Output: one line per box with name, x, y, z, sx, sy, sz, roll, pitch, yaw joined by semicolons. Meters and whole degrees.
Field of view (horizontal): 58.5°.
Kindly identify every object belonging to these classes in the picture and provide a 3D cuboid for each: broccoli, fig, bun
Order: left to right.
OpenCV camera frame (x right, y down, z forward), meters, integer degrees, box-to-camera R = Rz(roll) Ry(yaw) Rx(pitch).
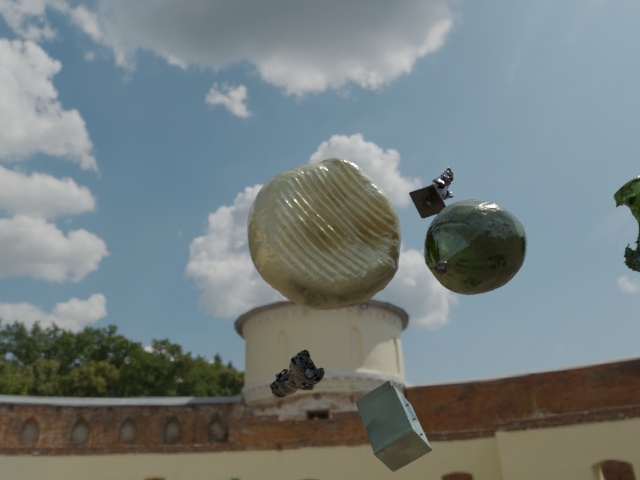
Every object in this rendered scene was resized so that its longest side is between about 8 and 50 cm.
bun;0.000;0.000;1.307;0.365;0.365;0.219;4;-26;-14
fig;0.285;0.011;1.126;0.203;0.203;0.235;-18;-10;31
broccoli;0.846;-0.041;1.368;0.298;0.297;0.297;-27;-27;-15

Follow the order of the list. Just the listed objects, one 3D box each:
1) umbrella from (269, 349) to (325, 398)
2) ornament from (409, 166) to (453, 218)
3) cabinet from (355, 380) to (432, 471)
umbrella;-0.053;0.306;1.263;0.071;0.080;0.224;-32;-12;-34
ornament;0.326;-0.135;1.533;0.088;0.081;0.203;-16;13;38
cabinet;0.233;0.590;1.831;0.150;0.206;0.145;-33;-53;8
